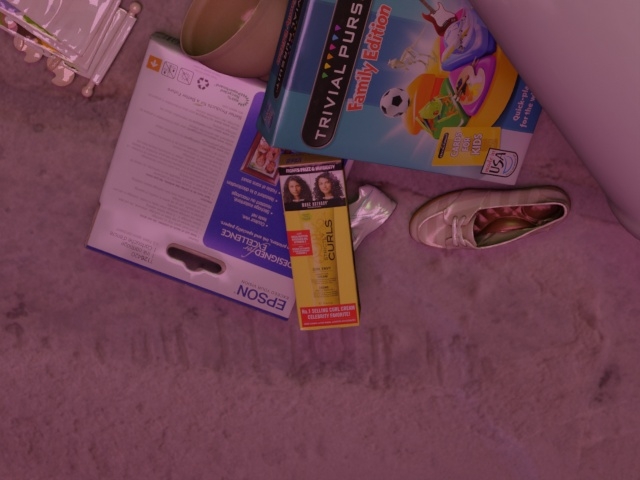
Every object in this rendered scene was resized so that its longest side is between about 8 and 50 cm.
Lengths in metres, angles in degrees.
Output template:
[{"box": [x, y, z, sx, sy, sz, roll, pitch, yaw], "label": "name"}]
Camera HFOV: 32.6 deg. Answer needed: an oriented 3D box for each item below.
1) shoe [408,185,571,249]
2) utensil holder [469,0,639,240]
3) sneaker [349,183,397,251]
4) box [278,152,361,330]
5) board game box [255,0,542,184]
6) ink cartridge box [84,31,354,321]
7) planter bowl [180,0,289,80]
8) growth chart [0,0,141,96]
[{"box": [0.224, -0.031, 1.457, 0.219, 0.058, 0.077, -11, 109, 10], "label": "shoe"}, {"box": [0.369, -0.227, 1.170, 0.327, 0.328, 0.385, -35, 120, 17], "label": "utensil holder"}, {"box": [0.035, -0.014, 1.493, 0.061, 0.054, 0.152, 42, 103, -3], "label": "sneaker"}, {"box": [0.000, 0.000, 1.431, 0.087, 0.058, 0.232, -4, 112, 5], "label": "box"}, {"box": [0.117, -0.215, 1.321, 0.336, 0.079, 0.254, 7, 113, -22], "label": "board game box"}, {"box": [-0.129, -0.081, 1.475, 0.303, 0.072, 0.307, 21, 113, -4], "label": "ink cartridge box"}, {"box": [-0.081, -0.267, 1.362, 0.162, 0.162, 0.109, -41, 129, 19], "label": "planter bowl"}, {"box": [-0.355, -0.314, 1.433, 0.237, 0.021, 0.172, 41, 110, -10], "label": "growth chart"}]
